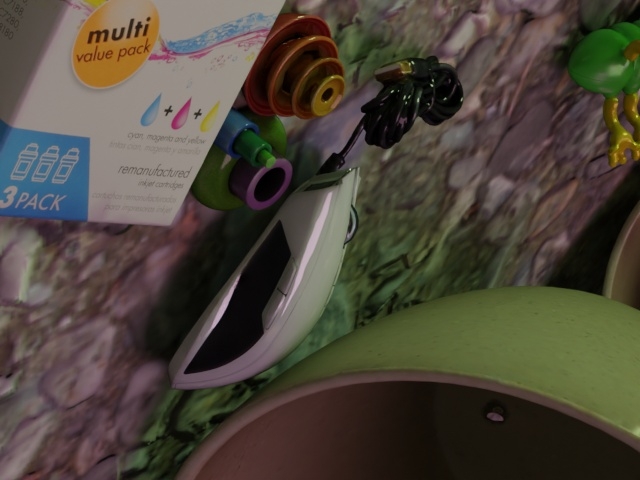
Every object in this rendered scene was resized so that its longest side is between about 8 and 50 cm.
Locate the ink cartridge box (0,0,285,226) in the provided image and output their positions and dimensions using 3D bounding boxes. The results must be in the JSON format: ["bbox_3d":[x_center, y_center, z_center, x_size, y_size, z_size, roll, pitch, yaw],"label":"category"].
[{"bbox_3d":[-0.065,-0.097,0.600,0.104,0.061,0.181,2,122,-54],"label":"ink cartridge box"}]

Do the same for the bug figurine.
[{"bbox_3d":[0.233,-0.158,0.919,0.216,0.072,0.279,-18,142,-33],"label":"bug figurine"}]

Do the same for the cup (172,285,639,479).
[{"bbox_3d":[0.110,0.154,0.906,0.237,0.331,0.331,-50,161,-56],"label":"cup"}]

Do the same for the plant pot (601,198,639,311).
[{"bbox_3d":[0.319,0.069,1.147,0.256,0.256,0.274,-50,166,0],"label":"plant pot"}]

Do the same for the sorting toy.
[{"bbox_3d":[-0.020,-0.046,0.735,0.061,0.042,0.102,-13,134,-46],"label":"sorting toy"}]

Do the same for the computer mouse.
[{"bbox_3d":[0.000,0.000,0.789,0.193,0.042,0.106,-54,175,12],"label":"computer mouse"}]
